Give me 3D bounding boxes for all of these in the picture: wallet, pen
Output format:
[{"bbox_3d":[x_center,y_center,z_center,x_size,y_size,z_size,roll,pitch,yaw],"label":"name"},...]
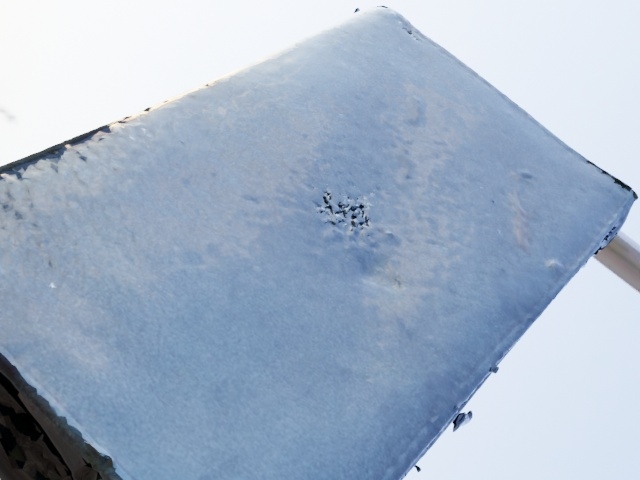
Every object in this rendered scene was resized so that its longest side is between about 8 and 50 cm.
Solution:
[{"bbox_3d":[0.000,0.000,0.517,0.379,0.190,0.046,-36,162,-53],"label":"wallet"},{"bbox_3d":[0.233,0.022,0.890,0.269,0.033,0.033,40,-53,18],"label":"pen"}]
